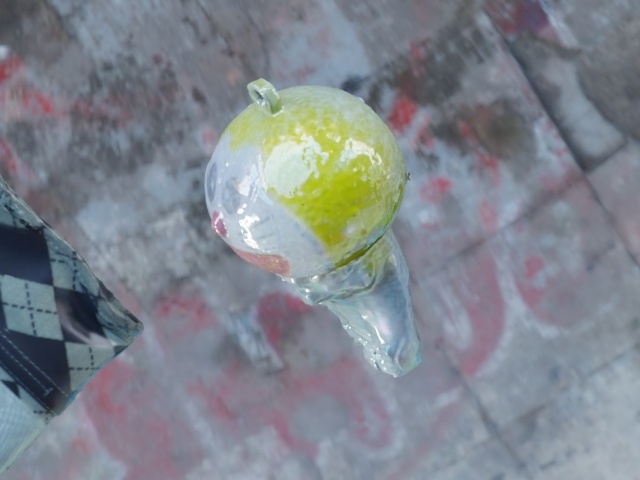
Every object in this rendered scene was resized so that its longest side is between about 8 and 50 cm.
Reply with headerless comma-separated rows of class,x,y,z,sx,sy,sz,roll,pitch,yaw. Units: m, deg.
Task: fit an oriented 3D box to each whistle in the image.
whistle,0.000,0.000,1.012,0.123,0.123,0.223,-24,121,1

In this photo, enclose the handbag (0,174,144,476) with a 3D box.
handbag,-0.357,0.076,1.061,0.416,0.180,0.317,-43,125,-13
